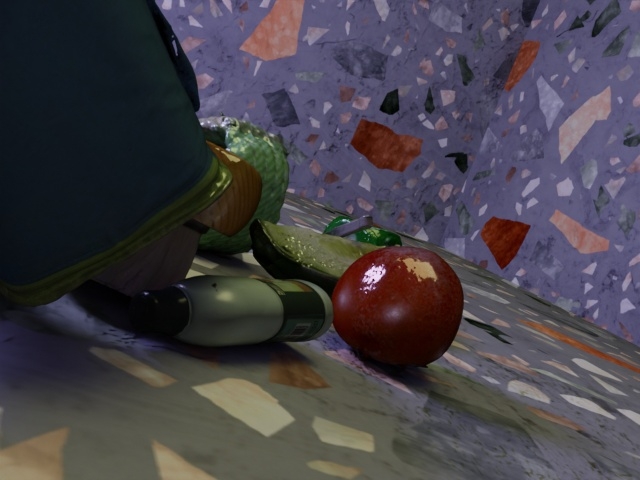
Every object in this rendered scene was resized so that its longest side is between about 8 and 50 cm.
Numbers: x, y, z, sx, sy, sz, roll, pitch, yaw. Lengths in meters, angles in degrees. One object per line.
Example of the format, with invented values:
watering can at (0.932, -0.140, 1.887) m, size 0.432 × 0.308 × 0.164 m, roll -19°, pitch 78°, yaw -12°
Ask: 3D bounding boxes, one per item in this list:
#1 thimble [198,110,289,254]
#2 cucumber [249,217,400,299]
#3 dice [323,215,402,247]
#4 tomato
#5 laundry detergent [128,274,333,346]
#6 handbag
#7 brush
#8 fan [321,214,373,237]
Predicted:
thimble at (-0.155, -0.089, 1.095) m, size 0.150 × 0.219 × 0.219 m, roll 16°, pitch 8°, yaw -47°
cucumber at (0.019, 0.052, 1.044) m, size 0.325 × 0.105 × 0.145 m, roll 15°, pitch 36°, yaw -45°
dice at (0.078, 0.024, 1.346) m, size 0.131 × 0.120 × 0.128 m, roll 24°, pitch 8°, yaw 34°
tomato at (0.097, 0.080, 0.838) m, size 0.167 × 0.167 × 0.167 m, roll 21°, pitch 7°, yaw -3°
laundry detergent at (-0.088, 0.069, 0.667) m, size 0.099 × 0.070 × 0.226 m, roll 11°, pitch 3°, yaw 37°
handbag at (-0.215, -0.124, 0.462) m, size 0.263 × 0.222 × 0.241 m, roll 43°, pitch -19°, yaw 45°
brush at (-0.159, -0.024, 0.658) m, size 0.174 × 0.166 × 0.267 m, roll 30°, pitch -5°, yaw -28°
fan at (0.000, 0.000, 1.160) m, size 0.057 × 0.023 × 0.282 m, roll 17°, pitch -22°, yaw -34°
